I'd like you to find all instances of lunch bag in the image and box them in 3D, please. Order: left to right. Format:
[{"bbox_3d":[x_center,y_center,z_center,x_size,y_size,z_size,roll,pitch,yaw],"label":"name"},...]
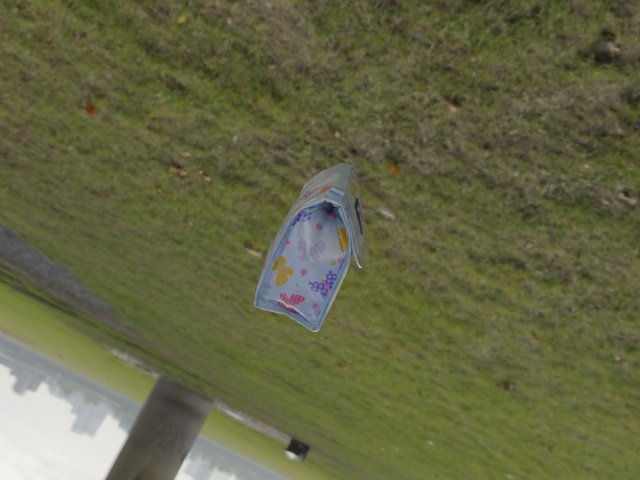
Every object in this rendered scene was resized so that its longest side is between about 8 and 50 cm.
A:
[{"bbox_3d":[0.000,0.000,0.430,0.053,0.083,0.071,22,-158,-3],"label":"lunch bag"}]
